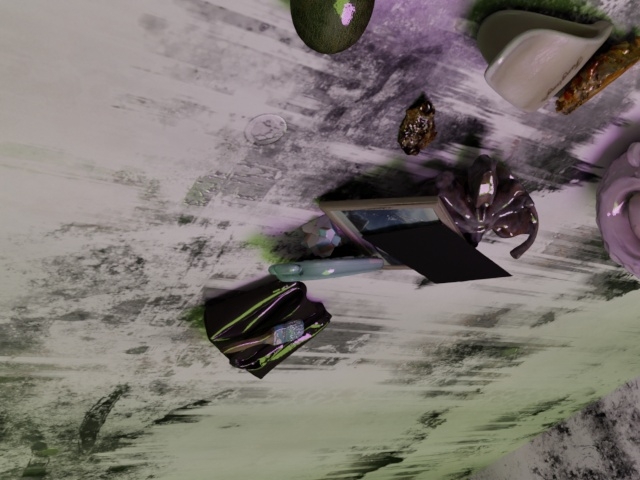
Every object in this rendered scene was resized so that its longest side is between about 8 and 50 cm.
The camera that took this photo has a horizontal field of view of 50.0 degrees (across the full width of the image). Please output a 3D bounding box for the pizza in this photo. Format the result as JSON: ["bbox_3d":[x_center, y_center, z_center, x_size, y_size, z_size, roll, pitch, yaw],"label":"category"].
[{"bbox_3d":[0.484,-0.295,1.197,0.188,0.062,0.199,-41,174,19],"label":"pizza"}]

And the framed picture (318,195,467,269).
[{"bbox_3d":[0.175,-0.007,1.431,0.247,0.022,0.335,-1,156,26],"label":"framed picture"}]

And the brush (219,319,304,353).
[{"bbox_3d":[-0.130,0.220,1.528,0.196,0.021,0.070,-13,142,-18],"label":"brush"}]

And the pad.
[{"bbox_3d":[0.252,0.034,1.465,0.202,0.005,0.299,-9,152,41],"label":"pad"}]

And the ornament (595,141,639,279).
[{"bbox_3d":[0.771,-0.070,1.458,0.336,0.337,0.337,-13,146,-9],"label":"ornament"}]

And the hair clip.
[{"bbox_3d":[0.366,-0.298,1.133,0.282,0.113,0.172,7,139,-34],"label":"hair clip"}]

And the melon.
[{"bbox_3d":[0.017,-0.323,0.930,0.114,0.114,0.167,-5,142,-20],"label":"melon"}]

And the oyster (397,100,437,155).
[{"bbox_3d":[0.177,-0.204,1.253,0.086,0.029,0.132,-24,148,9],"label":"oyster"}]

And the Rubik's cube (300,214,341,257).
[{"bbox_3d":[0.003,0.000,1.421,0.084,0.073,0.075,-37,142,22],"label":"Rubik's cube"}]

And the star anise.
[{"bbox_3d":[0.319,-0.070,1.432,0.315,0.139,0.359,5,149,1],"label":"star anise"}]

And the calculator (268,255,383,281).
[{"bbox_3d":[0.011,0.059,1.448,0.184,0.042,0.295,-7,177,44],"label":"calculator"}]

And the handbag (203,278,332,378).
[{"bbox_3d":[-0.114,0.201,1.627,0.257,0.114,0.285,-31,144,3],"label":"handbag"}]
